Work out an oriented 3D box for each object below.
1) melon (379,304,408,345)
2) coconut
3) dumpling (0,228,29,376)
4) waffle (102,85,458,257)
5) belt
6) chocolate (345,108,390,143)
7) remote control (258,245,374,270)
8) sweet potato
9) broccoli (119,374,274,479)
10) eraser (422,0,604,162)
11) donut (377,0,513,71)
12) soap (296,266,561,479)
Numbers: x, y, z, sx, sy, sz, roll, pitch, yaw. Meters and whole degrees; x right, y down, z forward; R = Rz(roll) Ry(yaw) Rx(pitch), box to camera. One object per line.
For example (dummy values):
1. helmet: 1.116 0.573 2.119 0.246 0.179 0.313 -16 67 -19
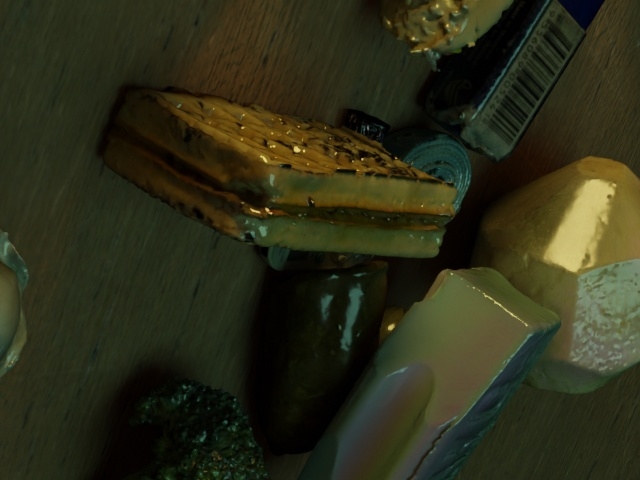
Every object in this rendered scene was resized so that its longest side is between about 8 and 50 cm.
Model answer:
1. melon: 0.089 0.154 2.277 0.131 0.098 0.098 -56 143 -5
2. coconut: 0.380 0.035 2.341 0.352 0.352 0.353 -28 134 -33
3. dumpling: -0.368 0.063 1.707 0.127 0.108 0.188 -55 137 -47
4. waffle: -0.033 -0.075 1.839 0.376 0.261 0.114 6 107 -50
5. belt: 0.128 -0.085 2.157 0.163 0.082 0.148 26 84 -48
6. chocolate: 0.035 -0.099 2.071 0.147 0.072 0.070 -60 -175 17
7. remote control: 0.000 0.000 2.113 0.221 0.042 0.078 1 116 -47
8. sweet potato: -0.008 0.172 2.142 0.158 0.158 0.370 -16 129 -41
9. broccoli: -0.165 0.332 2.015 0.235 0.260 0.288 18 58 -39
10. eraser: 0.276 -0.277 2.169 0.332 0.101 0.155 -59 143 -1
11. donut: 0.159 -0.423 1.891 0.307 0.150 0.371 -44 141 -17
12. soap: 0.126 0.254 2.148 0.446 0.156 0.261 -57 162 13
